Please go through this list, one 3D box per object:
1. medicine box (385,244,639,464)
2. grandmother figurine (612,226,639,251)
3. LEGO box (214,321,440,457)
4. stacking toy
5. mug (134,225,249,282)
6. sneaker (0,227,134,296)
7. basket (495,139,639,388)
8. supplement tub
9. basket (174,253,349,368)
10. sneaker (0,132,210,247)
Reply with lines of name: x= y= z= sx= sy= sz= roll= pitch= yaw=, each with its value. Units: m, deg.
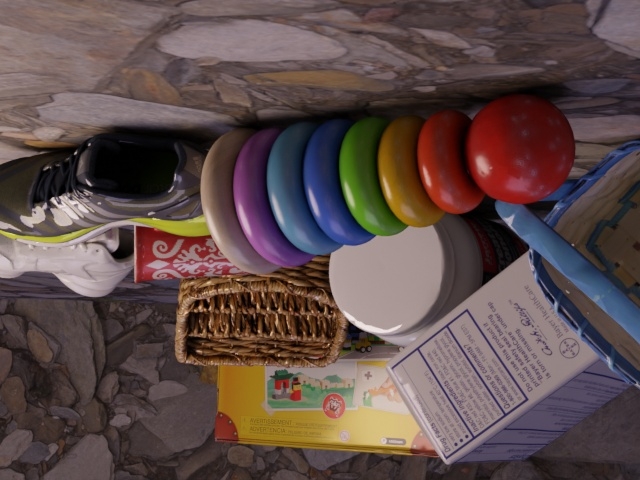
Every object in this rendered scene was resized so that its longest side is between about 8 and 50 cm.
medicine box: x=0.272 y=0.137 z=1.272 sx=0.289 sy=0.149 sz=0.263 roll=-40 pitch=154 yaw=17
grandmother figurine: x=0.533 y=0.016 z=1.427 sx=0.343 sy=0.104 sz=0.208 roll=-7 pitch=-164 yaw=37
LEGO box: x=0.048 y=0.231 z=2.105 sx=0.501 sy=0.372 sz=0.193 roll=-1 pitch=172 yaw=26
stacking toy: x=0.062 y=-0.058 z=0.911 sx=0.330 sy=0.141 sz=0.141 roll=-9 pitch=168 yaw=31
mug: x=-0.173 y=0.002 z=1.446 sx=0.169 sy=0.113 sz=0.150 roll=0 pitch=175 yaw=-11
sneaker: x=-0.397 y=-0.007 z=1.566 sx=0.152 sy=0.114 sz=0.305 roll=-33 pitch=149 yaw=29
basket: x=0.307 y=0.027 z=0.966 sx=0.289 sy=0.255 sz=0.201 roll=-17 pitch=149 yaw=-54
supplement tub: x=0.155 y=0.049 z=1.385 sx=0.191 sy=0.191 sz=0.272 roll=-3 pitch=171 yaw=34
basket: x=-0.098 y=0.110 z=1.805 sx=0.299 sy=0.222 sz=0.213 roll=4 pitch=172 yaw=-9
sneaker: x=-0.230 y=-0.064 z=1.060 sx=0.300 sy=0.111 sz=0.121 roll=-6 pitch=160 yaw=16
